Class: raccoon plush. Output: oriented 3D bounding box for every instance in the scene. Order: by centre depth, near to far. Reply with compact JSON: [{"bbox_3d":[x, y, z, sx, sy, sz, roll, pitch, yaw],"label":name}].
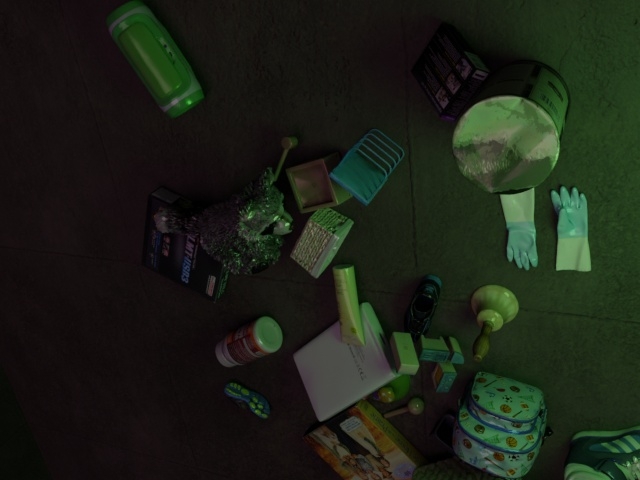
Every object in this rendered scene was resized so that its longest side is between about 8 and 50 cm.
[{"bbox_3d":[-0.280,-0.062,1.657,0.446,0.216,0.299,1,150,7],"label":"raccoon plush"}]

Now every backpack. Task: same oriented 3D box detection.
[{"bbox_3d":[0.486,0.505,1.679,0.276,0.263,0.213,9,121,22],"label":"backpack"}]

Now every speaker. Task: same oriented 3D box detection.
[{"bbox_3d":[-0.437,-0.480,1.645,0.131,0.131,0.297,-25,105,34],"label":"speaker"}]

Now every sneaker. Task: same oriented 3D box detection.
[{"bbox_3d":[0.798,0.603,1.599,0.322,0.236,0.130,-13,112,32],"label":"sneaker"},{"bbox_3d":[0.273,0.207,1.717,0.081,0.090,0.232,20,124,15],"label":"sneaker"},{"bbox_3d":[-0.263,0.576,2.220,0.188,0.067,0.078,29,148,6],"label":"sneaker"}]

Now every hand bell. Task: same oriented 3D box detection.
[{"bbox_3d":[0.422,0.227,1.561,0.126,0.242,0.126,11,122,19],"label":"hand bell"}]

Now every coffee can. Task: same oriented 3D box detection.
[{"bbox_3d":[0.400,-0.241,1.280,0.201,0.275,0.202,12,122,20],"label":"coffee can"}]

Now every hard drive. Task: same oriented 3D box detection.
[{"bbox_3d":[0.071,0.373,1.873,0.353,0.047,0.233,-42,62,37],"label":"hard drive"}]

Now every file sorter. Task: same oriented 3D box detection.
[{"bbox_3d":[0.119,-0.188,1.515,0.118,0.170,0.104,38,125,1],"label":"file sorter"}]

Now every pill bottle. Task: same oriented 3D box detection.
[{"bbox_3d":[-0.238,0.337,2.024,0.221,0.121,0.121,-28,103,35],"label":"pill bottle"}]

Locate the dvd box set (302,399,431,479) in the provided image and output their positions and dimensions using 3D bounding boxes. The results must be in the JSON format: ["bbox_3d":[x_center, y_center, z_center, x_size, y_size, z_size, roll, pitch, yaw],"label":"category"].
[{"bbox_3d":[0.178,0.741,2.091,0.420,0.062,0.307,46,127,-4],"label":"dvd box set"}]

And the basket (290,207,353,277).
[{"bbox_3d":[0.000,0.000,1.718,0.103,0.113,0.167,33,127,8],"label":"basket"}]

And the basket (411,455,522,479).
[{"bbox_3d":[0.451,0.821,1.816,0.328,0.331,0.267,-28,98,20],"label":"basket"}]

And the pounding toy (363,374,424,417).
[{"bbox_3d":[0.190,0.472,1.900,0.183,0.110,0.237,-28,103,35],"label":"pounding toy"}]

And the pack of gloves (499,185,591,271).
[{"bbox_3d":[0.538,-0.019,1.485,0.195,0.046,0.232,-2,116,26],"label":"pack of gloves"}]

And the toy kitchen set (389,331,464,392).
[{"bbox_3d":[0.289,0.364,1.730,0.207,0.122,0.166,7,126,-11],"label":"toy kitchen set"}]

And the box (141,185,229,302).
[{"bbox_3d":[-0.419,0.016,1.959,0.293,0.073,0.296,27,127,11],"label":"box"}]

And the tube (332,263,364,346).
[{"bbox_3d":[0.080,0.189,1.784,0.062,0.070,0.240,-8,102,-2],"label":"tube"}]

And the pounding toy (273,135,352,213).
[{"bbox_3d":[-0.035,-0.186,1.645,0.181,0.094,0.206,-11,103,36],"label":"pounding toy"}]

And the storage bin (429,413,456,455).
[{"bbox_3d":[0.404,0.598,1.889,0.135,0.098,0.091,37,155,1],"label":"storage bin"}]

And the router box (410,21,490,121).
[{"bbox_3d":[0.277,-0.367,1.342,0.046,0.179,0.133,7,135,-31],"label":"router box"}]
